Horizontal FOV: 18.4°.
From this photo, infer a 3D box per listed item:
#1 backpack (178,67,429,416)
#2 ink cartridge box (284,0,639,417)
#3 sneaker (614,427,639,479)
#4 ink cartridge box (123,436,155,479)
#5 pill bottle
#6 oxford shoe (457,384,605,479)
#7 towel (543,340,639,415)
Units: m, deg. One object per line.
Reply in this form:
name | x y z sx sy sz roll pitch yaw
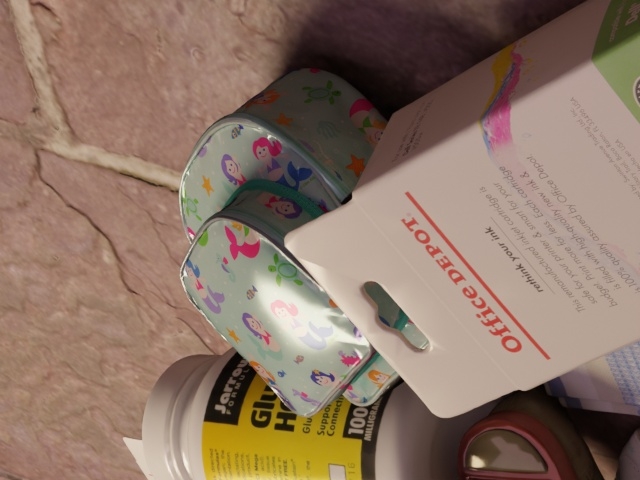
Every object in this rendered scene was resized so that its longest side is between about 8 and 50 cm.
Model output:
backpack | 0.000 0.000 1.579 0.253 0.191 0.225 52 147 7
ink cartridge box | 0.171 -0.032 1.375 0.353 0.119 0.207 -28 112 35
sneaker | 0.345 0.226 1.659 0.212 0.080 0.094 24 139 21
ink cartridge box | -0.124 0.257 2.121 0.104 0.060 0.180 5 136 39
pill bottle | 0.002 0.183 1.805 0.334 0.188 0.188 1 133 40
oxford shoe | 0.231 0.288 1.711 0.123 0.130 0.348 -10 105 30
towel | 0.274 0.062 1.559 0.285 0.034 0.209 1 131 39
